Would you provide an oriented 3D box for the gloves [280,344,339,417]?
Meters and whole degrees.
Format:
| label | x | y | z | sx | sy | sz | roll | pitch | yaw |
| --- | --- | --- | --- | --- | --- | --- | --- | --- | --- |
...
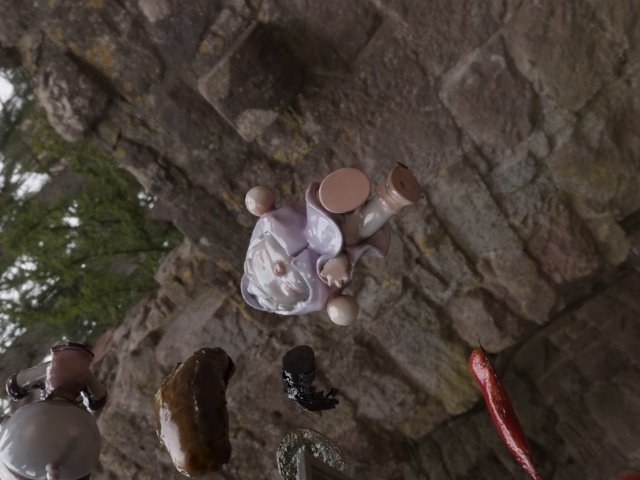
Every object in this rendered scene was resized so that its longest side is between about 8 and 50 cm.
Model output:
| label | x | y | z | sx | sy | sz | roll | pitch | yaw |
| --- | --- | --- | --- | --- | --- | --- | --- | --- | --- |
| gloves | -0.032 | 0.333 | 1.254 | 0.129 | 0.106 | 0.181 | 22 | 130 | 50 |

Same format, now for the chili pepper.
| label | x | y | z | sx | sy | sz | roll | pitch | yaw |
| --- | --- | --- | --- | --- | --- | --- | --- | --- | --- |
| chili pepper | 0.213 | 0.199 | 0.667 | 0.045 | 0.027 | 0.178 | 61 | -173 | -64 |

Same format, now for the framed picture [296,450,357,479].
| label | x | y | z | sx | sy | sz | roll | pitch | yaw |
| --- | --- | --- | --- | --- | --- | --- | --- | --- | --- |
| framed picture | 0.053 | 0.478 | 0.858 | 0.324 | 0.020 | 0.241 | 52 | -157 | -46 |

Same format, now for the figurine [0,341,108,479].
| label | x | y | z | sx | sy | sz | roll | pitch | yaw |
| --- | --- | --- | --- | --- | --- | --- | --- | --- | --- |
| figurine | -0.672 | 0.457 | 1.404 | 0.253 | 0.211 | 0.361 | 7 | -136 | -18 |

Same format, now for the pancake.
| label | x | y | z | sx | sy | sz | roll | pitch | yaw |
| --- | --- | --- | --- | --- | --- | --- | --- | --- | --- |
| pancake | -0.019 | 0.478 | 1.217 | 0.158 | 0.158 | 0.028 | 49 | -167 | 7 |

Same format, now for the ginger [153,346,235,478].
| label | x | y | z | sx | sy | sz | roll | pitch | yaw |
| --- | --- | --- | --- | --- | --- | --- | --- | --- | --- |
| ginger | -0.273 | 0.354 | 1.240 | 0.172 | 0.165 | 0.321 | 26 | -146 | -23 |

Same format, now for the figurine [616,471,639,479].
| label | x | y | z | sx | sy | sz | roll | pitch | yaw |
| --- | --- | --- | --- | --- | --- | --- | --- | --- | --- |
| figurine | 0.335 | 0.295 | 0.604 | 0.140 | 0.075 | 0.068 | 1 | -96 | -53 |

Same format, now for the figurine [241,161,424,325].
| label | x | y | z | sx | sy | sz | roll | pitch | yaw |
| --- | --- | --- | --- | --- | --- | --- | --- | --- | --- |
| figurine | 0.000 | 0.000 | 0.674 | 0.133 | 0.276 | 0.200 | -34 | -96 | -42 |
